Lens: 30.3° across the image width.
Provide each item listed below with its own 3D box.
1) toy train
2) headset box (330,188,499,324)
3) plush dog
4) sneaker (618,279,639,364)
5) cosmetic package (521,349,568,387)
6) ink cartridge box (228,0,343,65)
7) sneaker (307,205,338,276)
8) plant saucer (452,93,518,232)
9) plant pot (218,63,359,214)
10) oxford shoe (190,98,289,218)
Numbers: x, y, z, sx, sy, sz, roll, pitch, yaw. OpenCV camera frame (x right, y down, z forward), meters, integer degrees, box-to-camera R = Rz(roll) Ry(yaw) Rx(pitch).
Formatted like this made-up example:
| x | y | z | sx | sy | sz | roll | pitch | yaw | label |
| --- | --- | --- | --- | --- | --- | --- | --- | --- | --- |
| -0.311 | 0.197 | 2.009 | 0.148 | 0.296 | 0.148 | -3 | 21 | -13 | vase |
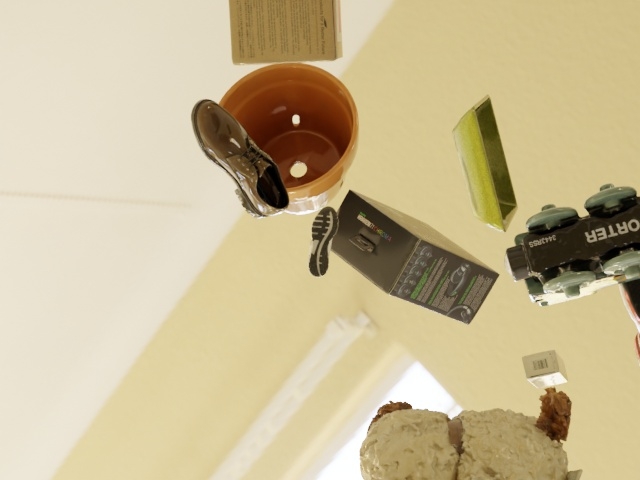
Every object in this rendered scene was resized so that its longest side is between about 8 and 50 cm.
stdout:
| x | y | z | sx | sy | sz | roll | pitch | yaw | label |
| --- | --- | --- | --- | --- | --- | --- | --- | --- | --- |
| 0.433 | 0.001 | 1.712 | 0.333 | 0.142 | 0.190 | -17 | -17 | 10 | toy train |
| 0.175 | 0.032 | 2.403 | 0.283 | 0.246 | 0.131 | 22 | -79 | -44 | headset box |
| 0.154 | 0.256 | 1.325 | 0.262 | 0.225 | 0.211 | -91 | 7 | -66 | plush dog |
| 0.527 | 0.132 | 1.883 | 0.090 | 0.270 | 0.145 | -38 | 6 | -14 | sneaker |
| 0.386 | 0.221 | 2.029 | 0.060 | 0.041 | 0.115 | -15 | -19 | 16 | cosmetic package |
| -0.062 | -0.430 | 2.085 | 0.088 | 0.193 | 0.235 | -47 | -45 | -76 | ink cartridge box |
| 0.000 | 0.000 | 1.805 | 0.044 | 0.040 | 0.109 | -124 | 47 | -83 | sneaker |
| 0.243 | -0.115 | 1.771 | 0.045 | 0.188 | 0.188 | -13 | 9 | 17 | plant saucer |
| -0.059 | -0.183 | 2.378 | 0.291 | 0.291 | 0.203 | -39 | -23 | -10 | plant pot |
| -0.119 | -0.137 | 1.894 | 0.083 | 0.227 | 0.096 | -49 | 24 | -25 | oxford shoe |
